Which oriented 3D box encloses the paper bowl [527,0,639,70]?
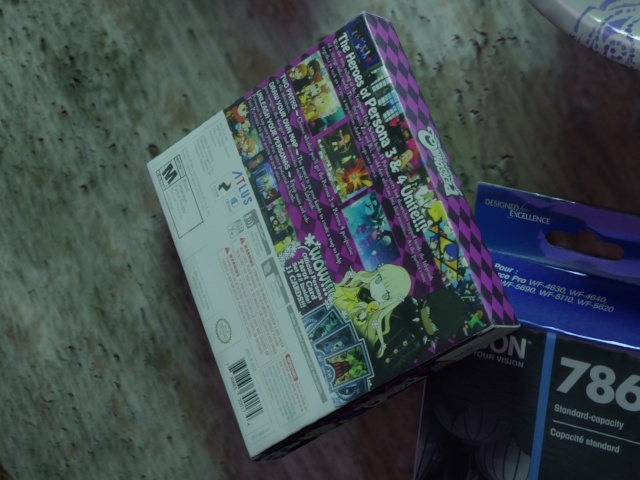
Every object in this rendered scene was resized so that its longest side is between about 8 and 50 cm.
[{"bbox_3d":[0.225,-0.239,0.906,0.284,0.148,0.284,13,119,25],"label":"paper bowl"}]

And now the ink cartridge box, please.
[{"bbox_3d":[0.148,0.139,1.109,0.165,0.065,0.333,12,108,23],"label":"ink cartridge box"}]

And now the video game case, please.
[{"bbox_3d":[0.000,0.000,1.114,0.210,0.042,0.232,-33,68,29],"label":"video game case"}]
